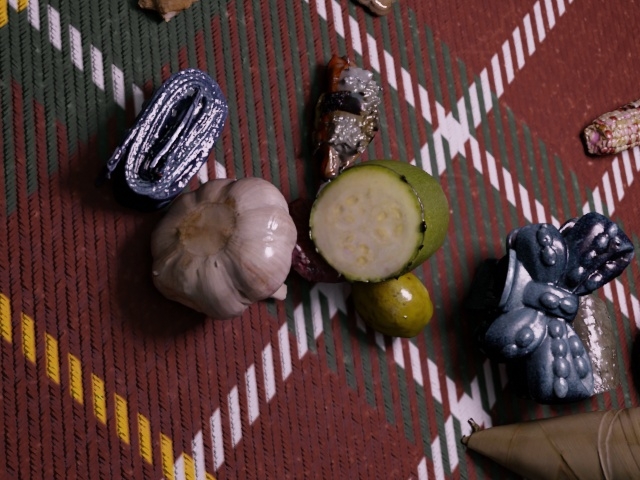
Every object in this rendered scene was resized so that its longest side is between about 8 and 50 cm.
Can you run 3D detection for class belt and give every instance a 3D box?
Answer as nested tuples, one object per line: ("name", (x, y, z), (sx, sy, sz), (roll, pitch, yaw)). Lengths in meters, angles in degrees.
("belt", (-0.213, -0.145, 1.378), (0.122, 0.128, 0.218), (34, 65, -13))

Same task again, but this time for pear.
("pear", (0.109, 0.092, 1.472), (0.131, 0.107, 0.107), (37, 64, -15))

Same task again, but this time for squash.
("squash", (0.100, -0.032, 1.493), (0.189, 0.260, 0.189), (1, 93, 13))

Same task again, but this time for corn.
("corn", (0.611, -0.230, 1.807), (0.280, 0.092, 0.092), (-20, 84, -25))

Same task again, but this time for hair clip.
("hair clip", (0.349, 0.096, 1.517), (0.206, 0.194, 0.310), (21, 82, -6))

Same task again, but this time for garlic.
("garlic", (-0.119, 0.030, 1.374), (0.212, 0.218, 0.219), (49, 52, -53))

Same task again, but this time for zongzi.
("zongzi", (0.487, 0.405, 1.581), (0.447, 0.418, 0.181), (55, 41, -48))

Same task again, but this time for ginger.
("ginger", (-0.221, -0.417, 1.485), (0.096, 0.067, 0.165), (7, 71, 0))

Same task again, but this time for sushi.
("sushi", (0.045, -0.192, 1.531), (0.097, 0.103, 0.226), (25, 68, -35))

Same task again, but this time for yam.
("yam", (0.441, 0.176, 1.610), (0.107, 0.107, 0.183), (4, 73, -24))

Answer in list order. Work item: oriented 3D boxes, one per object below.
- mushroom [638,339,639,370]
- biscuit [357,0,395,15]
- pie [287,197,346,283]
("mushroom", (0.668, 0.198, 1.675), (0.253, 0.153, 0.253), (3, 84, -25))
("biscuit", (0.096, -0.562, 1.687), (0.217, 0.044, 0.325), (34, 65, -14))
("pie", (0.000, 0.000, 1.468), (0.153, 0.038, 0.154), (21, 52, -29))
